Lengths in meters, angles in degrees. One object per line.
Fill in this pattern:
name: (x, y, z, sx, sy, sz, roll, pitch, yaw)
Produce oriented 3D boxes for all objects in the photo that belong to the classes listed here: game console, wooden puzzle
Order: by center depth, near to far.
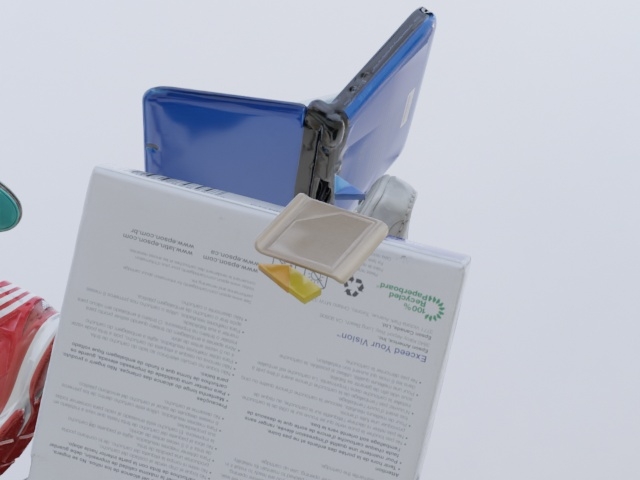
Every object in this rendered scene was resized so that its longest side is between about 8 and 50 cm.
wooden puzzle: (0.000, 0.000, 1.210, 0.116, 0.078, 0.014, -40, -34, -36)
game console: (-0.034, -0.119, 1.762, 0.250, 0.173, 0.293, -50, -12, -22)

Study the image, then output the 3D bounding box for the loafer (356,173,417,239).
loafer: (0.062, 0.078, 1.673, 0.111, 0.112, 0.319, 16, -50, 9)

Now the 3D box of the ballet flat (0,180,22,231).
ballet flat: (-0.447, -0.067, 2.024, 0.213, 0.068, 0.072, 17, -78, -19)

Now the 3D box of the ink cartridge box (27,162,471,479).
ink cartridge box: (-0.068, 0.132, 1.467, 0.324, 0.330, 0.071, 15, 10, 10)

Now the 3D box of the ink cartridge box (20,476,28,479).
ink cartridge box: (-0.216, 0.293, 1.833, 0.072, 0.127, 0.175, -25, -14, 38)

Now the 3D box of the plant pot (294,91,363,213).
plant pot: (-0.041, -0.089, 2.218, 0.166, 0.165, 0.234, -11, 4, 20)

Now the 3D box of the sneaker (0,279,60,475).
sneaker: (-0.334, 0.136, 1.726, 0.221, 0.128, 0.087, -57, -16, 10)
